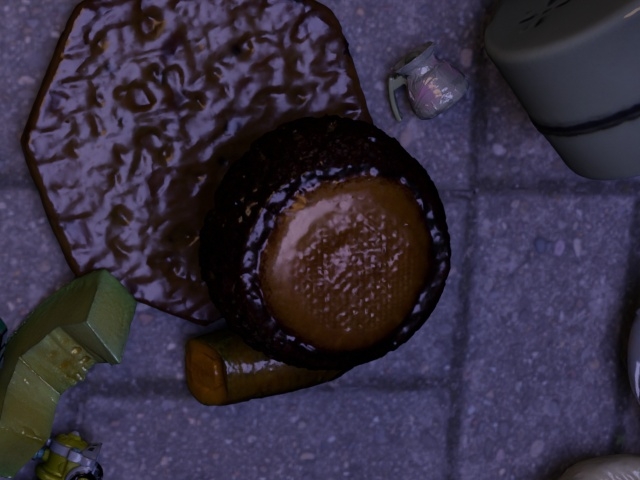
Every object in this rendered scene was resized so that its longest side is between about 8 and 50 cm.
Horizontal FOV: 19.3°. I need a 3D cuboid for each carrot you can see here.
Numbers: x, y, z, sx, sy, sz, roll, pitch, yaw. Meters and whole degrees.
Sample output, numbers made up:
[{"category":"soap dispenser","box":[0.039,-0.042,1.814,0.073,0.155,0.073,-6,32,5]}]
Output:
[{"category":"carrot","box":[-0.043,0.112,1.853,0.173,0.082,0.082,-15,104,-21]}]

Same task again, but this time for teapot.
[{"category":"teapot","box":[0.100,-0.156,1.876,0.083,0.064,0.064,-32,103,20]}]

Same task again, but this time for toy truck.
[{"category":"toy truck","box":[-0.252,0.234,1.806,0.077,0.076,0.111,20,91,-3]}]

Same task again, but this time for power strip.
[{"category":"power strip","box":[0.341,-0.221,1.791,0.357,0.357,0.161,-41,109,-9]}]

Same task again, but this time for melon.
[{"category":"melon","box":[-0.252,0.120,1.757,0.209,0.118,0.064,-44,118,13]}]

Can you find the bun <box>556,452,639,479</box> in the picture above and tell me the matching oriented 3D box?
[{"category":"bun","box":[0.312,0.327,2.008,0.222,0.127,0.222,1,83,-8]}]

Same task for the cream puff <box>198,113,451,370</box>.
[{"category":"cream puff","box":[0.000,0.000,1.757,0.239,0.165,0.239,-6,106,-20]}]

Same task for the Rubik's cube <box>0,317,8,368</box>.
[{"category":"Rubik's cube","box":[-0.350,0.099,1.718,0.133,0.133,0.112,0,71,-21]}]

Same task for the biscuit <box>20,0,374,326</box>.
[{"category":"biscuit","box":[-0.112,-0.095,1.809,0.359,0.046,0.359,-4,100,-20]}]

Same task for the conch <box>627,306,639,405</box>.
[{"category":"conch","box":[0.419,0.153,2.001,0.148,0.182,0.275,-9,121,-58]}]
